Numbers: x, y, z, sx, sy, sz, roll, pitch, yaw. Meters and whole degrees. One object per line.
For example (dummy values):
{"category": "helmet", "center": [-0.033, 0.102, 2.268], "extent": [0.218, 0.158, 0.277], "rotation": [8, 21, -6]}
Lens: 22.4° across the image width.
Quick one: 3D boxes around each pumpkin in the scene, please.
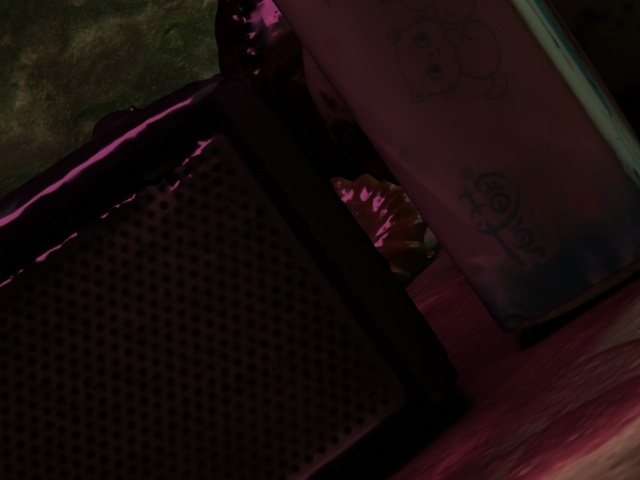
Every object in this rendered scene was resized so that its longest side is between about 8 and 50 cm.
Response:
{"category": "pumpkin", "center": [0.056, -0.176, 1.582], "extent": [0.320, 0.320, 0.192], "rotation": [-39, -14, -23]}

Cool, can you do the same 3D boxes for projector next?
{"category": "projector", "center": [-0.159, 0.089, 0.971], "extent": [0.405, 0.242, 0.395], "rotation": [-35, 5, -3]}

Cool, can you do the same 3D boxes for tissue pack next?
{"category": "tissue pack", "center": [0.080, -0.097, 0.912], "extent": [0.124, 0.271, 0.201], "rotation": [-33, 6, 11]}

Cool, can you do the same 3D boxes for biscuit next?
{"category": "biscuit", "center": [0.000, 0.000, 1.377], "extent": [0.187, 0.036, 0.273], "rotation": [-36, 25, -21]}

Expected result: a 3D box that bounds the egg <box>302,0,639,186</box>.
{"category": "egg", "center": [0.155, -0.184, 1.127], "extent": [0.379, 0.287, 0.287], "rotation": [-47, 2, 18]}
